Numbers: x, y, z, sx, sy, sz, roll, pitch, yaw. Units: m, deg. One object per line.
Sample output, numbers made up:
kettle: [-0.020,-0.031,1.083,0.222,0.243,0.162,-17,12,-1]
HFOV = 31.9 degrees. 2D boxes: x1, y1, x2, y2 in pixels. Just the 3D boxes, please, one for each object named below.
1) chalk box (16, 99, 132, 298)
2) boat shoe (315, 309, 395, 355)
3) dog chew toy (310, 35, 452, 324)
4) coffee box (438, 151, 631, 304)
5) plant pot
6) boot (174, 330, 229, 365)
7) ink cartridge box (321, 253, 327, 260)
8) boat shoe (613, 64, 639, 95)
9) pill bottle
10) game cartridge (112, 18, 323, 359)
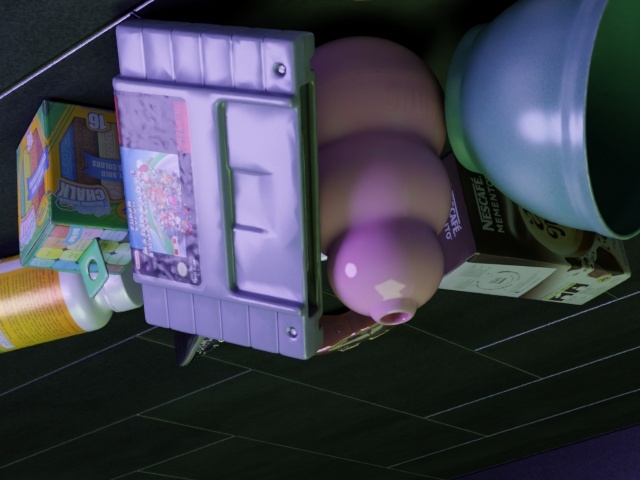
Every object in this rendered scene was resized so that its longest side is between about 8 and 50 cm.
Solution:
chalk box: [-0.286,-0.039,1.350,0.132,0.213,0.132,7,150,-30]
boat shoe: [0.044,0.169,2.060,0.207,0.073,0.073,-18,151,19]
dog chew toy: [0.057,-0.065,1.268,0.207,0.331,0.206,-7,154,-3]
coffee box: [0.294,-0.013,1.647,0.297,0.168,0.119,7,151,-31]
plant pot: [0.262,-0.155,1.254,0.196,0.293,0.293,7,167,35]
boot: [-0.152,0.156,1.957,0.179,0.085,0.236,0,153,-23]
ink cartridge box: [0.000,0.000,1.702,0.296,0.066,0.261,-12,180,8]
boat shoe: [0.396,-0.184,1.423,0.118,0.103,0.320,28,134,-24]
pill bottle: [-0.390,0.077,1.651,0.246,0.136,0.136,-14,154,11]
game cartridge: [-0.111,-0.054,1.211,0.230,0.355,0.068,8,-156,23]
